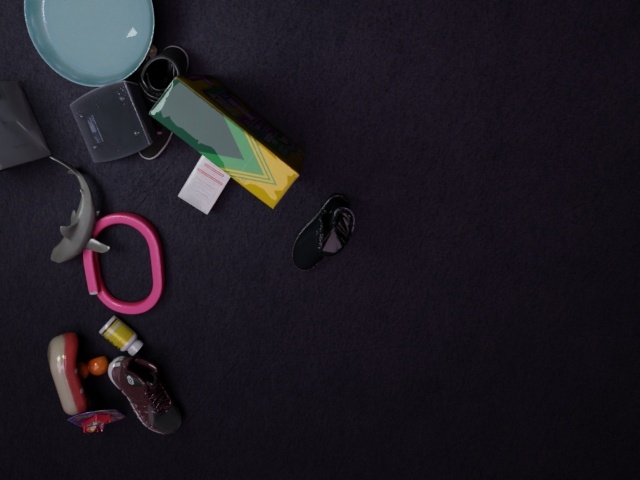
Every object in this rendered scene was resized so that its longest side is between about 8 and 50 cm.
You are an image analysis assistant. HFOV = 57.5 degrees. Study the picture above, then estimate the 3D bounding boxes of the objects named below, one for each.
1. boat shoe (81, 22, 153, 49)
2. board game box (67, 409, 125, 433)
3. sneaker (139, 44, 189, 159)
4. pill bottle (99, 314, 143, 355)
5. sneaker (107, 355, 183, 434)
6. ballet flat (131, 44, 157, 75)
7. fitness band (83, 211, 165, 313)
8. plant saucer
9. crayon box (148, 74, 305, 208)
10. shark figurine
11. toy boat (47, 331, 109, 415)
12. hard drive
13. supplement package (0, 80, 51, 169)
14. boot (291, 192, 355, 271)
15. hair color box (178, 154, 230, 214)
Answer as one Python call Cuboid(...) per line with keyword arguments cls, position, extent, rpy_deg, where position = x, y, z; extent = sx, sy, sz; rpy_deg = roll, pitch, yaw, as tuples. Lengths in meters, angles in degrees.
Cuboid(cls="boat shoe", position=(-0.492, -0.492, 1.426), extent=(0.184, 0.063, 0.066), rpy_deg=(-7, 106, 9))
Cuboid(cls="board game box", position=(-0.641, 0.528, 1.681), extent=(0.133, 0.169, 0.033), rpy_deg=(-11, 64, -6))
Cuboid(cls="sneaker", position=(-0.407, -0.331, 1.429), extent=(0.104, 0.147, 0.296), rpy_deg=(20, 107, -7))
Cuboid(cls="pill bottle", position=(-0.559, 0.271, 1.648), extent=(0.116, 0.065, 0.065), rpy_deg=(43, 102, -10))
Cuboid(cls="sneaker", position=(-0.472, 0.435, 1.638), extent=(0.281, 0.106, 0.162), rpy_deg=(50, 140, -12))
Cuboid(cls="ballet flat", position=(-0.481, -0.434, 1.450), extent=(0.173, 0.049, 0.058), rpy_deg=(-27, 105, 8))
Cuboid(cls="fitness band", position=(-0.534, 0.065, 1.594), extent=(0.208, 0.054, 0.291), rpy_deg=(-1, 107, 1))
Cuboid(cls="plant saucer", position=(-0.533, -0.524, 1.365), extent=(0.317, 0.044, 0.318), rpy_deg=(2, 106, 7))
Cuboid(cls="crayon box", position=(-0.189, -0.240, 1.341), extent=(0.313, 0.363, 0.106), rpy_deg=(39, 103, -9))
Cuboid(cls="shark figurine", position=(-0.628, -0.064, 1.488), extent=(0.166, 0.116, 0.279), rpy_deg=(12, 99, 18))
Cuboid(cls="toy boat", position=(-0.677, 0.367, 1.656), extent=(0.151, 0.151, 0.231), rpy_deg=(-17, 108, -26))
Cuboid(cls="hard drive", position=(-0.504, -0.289, 1.430), extent=(0.254, 0.054, 0.172), rpy_deg=(-6, 110, 40))
Cuboid(cls="supplement package", position=(-0.804, -0.262, 1.393), extent=(0.145, 0.262, 0.204), rpy_deg=(-17, 105, 5))
Cuboid(cls="boot", position=(0.000, 0.000, 1.489), extent=(0.094, 0.207, 0.247), rpy_deg=(32, 105, -8))
Cuboid(cls="hair color box", position=(-0.287, -0.164, 1.525), extent=(0.093, 0.053, 0.167), rpy_deg=(33, 105, -7))
